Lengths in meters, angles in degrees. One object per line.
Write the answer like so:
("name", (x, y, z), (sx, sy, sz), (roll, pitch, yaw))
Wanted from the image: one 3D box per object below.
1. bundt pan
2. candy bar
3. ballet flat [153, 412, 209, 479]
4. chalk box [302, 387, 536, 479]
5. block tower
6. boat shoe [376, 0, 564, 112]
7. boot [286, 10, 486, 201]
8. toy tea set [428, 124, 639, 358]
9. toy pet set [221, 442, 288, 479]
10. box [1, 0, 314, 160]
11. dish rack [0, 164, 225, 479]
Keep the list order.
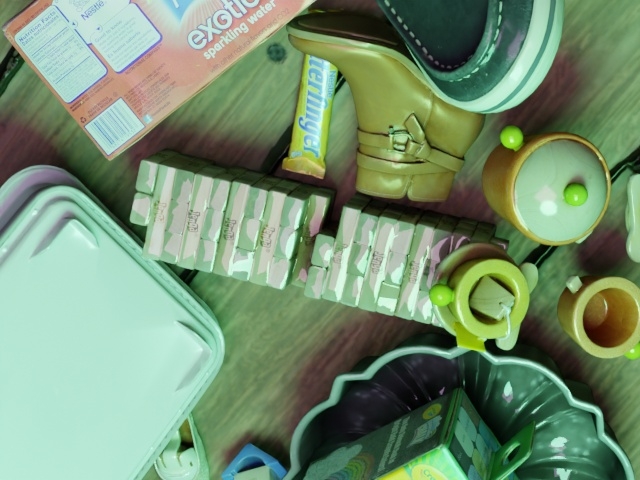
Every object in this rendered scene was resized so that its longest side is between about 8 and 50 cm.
("bundt pan", (0.132, 0.225, 1.796), (0.331, 0.124, 0.331), (3, 110, 9))
("candy bar", (-0.004, -0.136, 1.752), (0.040, 0.018, 0.161), (12, 111, 6))
("ballet flat", (-0.148, 0.187, 1.870), (0.057, 0.052, 0.168), (-8, 107, 12))
("chalk box", (0.100, 0.226, 1.666), (0.213, 0.132, 0.132), (-28, 101, 19))
("block tower", (0.000, 0.000, 1.754), (0.335, 0.097, 0.091), (14, 102, 7))
("boat shoe", (0.036, -0.317, 1.489), (0.187, 0.156, 0.500), (-40, 64, 45))
("boot", (0.049, -0.115, 1.709), (0.197, 0.073, 0.152), (14, 117, -7))
("toy tea set", (0.268, 0.021, 1.656), (0.336, 0.124, 0.200), (10, 95, -20))
("toy pet set", (-0.053, 0.254, 1.886), (0.122, 0.065, 0.114), (-17, 140, 18))
("box", (-0.106, -0.227, 1.672), (0.300, 0.142, 0.154), (-37, 99, 19))
("dish rack", (-0.242, 0.131, 1.724), (0.285, 0.072, 0.333), (46, 69, -27))
